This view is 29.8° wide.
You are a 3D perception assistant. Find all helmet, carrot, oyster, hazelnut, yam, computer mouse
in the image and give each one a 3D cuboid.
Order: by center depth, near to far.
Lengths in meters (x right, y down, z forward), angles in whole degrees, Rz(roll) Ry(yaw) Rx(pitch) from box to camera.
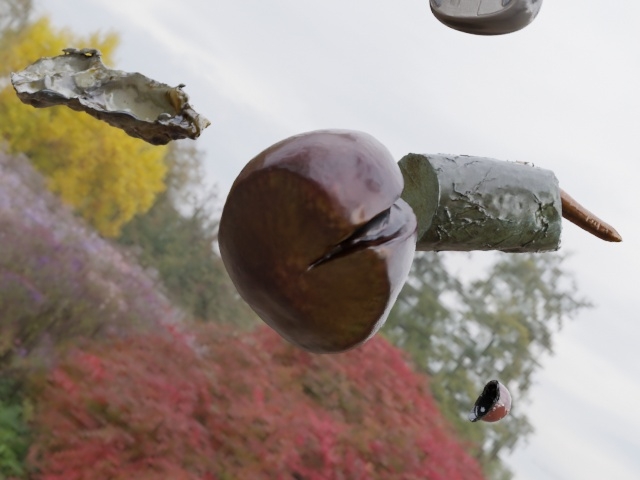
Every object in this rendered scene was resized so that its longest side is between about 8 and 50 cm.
[{"bbox_3d":[0.139,-0.198,0.997,0.096,0.066,0.039,7,-21,31],"label":"computer mouse"},{"bbox_3d":[0.000,0.000,1.077,0.178,0.178,0.204,28,-41,61],"label":"hazelnut"},{"bbox_3d":[0.162,-0.035,1.204,0.183,0.107,0.107,3,3,-15],"label":"yam"},{"bbox_3d":[-0.257,-0.167,1.470,0.345,0.128,0.079,23,-56,37],"label":"oyster"},{"bbox_3d":[0.334,-0.046,1.637,0.190,0.037,0.037,35,-6,-7],"label":"carrot"},{"bbox_3d":[0.294,0.284,2.041,0.049,0.084,0.065,35,-5,-17],"label":"helmet"}]
